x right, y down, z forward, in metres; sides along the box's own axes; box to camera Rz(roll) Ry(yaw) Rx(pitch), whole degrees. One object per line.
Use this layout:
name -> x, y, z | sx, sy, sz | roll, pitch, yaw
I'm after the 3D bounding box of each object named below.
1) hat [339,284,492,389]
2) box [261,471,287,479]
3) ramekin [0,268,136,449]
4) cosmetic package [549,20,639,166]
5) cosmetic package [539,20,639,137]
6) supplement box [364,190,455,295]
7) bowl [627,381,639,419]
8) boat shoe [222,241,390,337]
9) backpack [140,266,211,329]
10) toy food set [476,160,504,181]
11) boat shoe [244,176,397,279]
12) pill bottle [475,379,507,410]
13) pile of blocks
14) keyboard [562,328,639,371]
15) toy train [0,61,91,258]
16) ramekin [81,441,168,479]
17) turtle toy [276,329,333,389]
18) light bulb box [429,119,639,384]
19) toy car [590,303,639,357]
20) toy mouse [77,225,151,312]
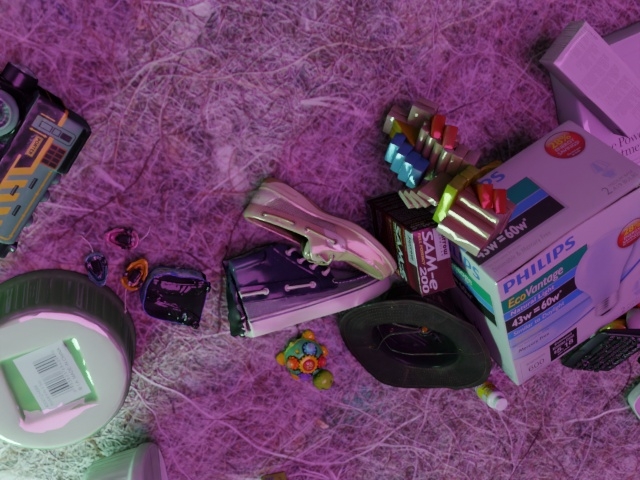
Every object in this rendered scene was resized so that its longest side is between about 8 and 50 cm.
hat -> 0.200, 0.179, 1.484 | 0.331, 0.134, 0.331 | 10, 142, 8
box -> -0.088, 0.628, 1.564 | 0.058, 0.087, 0.232 | -7, 110, -14
ramekin -> -0.477, 0.216, 1.275 | 0.303, 0.148, 0.303 | -5, 108, -17
cosmetic package -> 0.687, -0.312, 1.527 | 0.377, 0.097, 0.284 | -24, 110, -9
cosmetic package -> 0.543, -0.311, 1.398 | 0.239, 0.060, 0.099 | 36, 97, -21
supplement box -> 0.165, 0.000, 1.369 | 0.073, 0.239, 0.130 | -17, 110, -13
bowl -> 0.843, 0.394, 1.815 | 0.142, 0.053, 0.142 | -43, 115, -2
boat shoe -> -0.027, 0.067, 1.397 | 0.340, 0.127, 0.158 | -16, 94, -24
backpack -> -0.275, 0.099, 1.340 | 0.114, 0.084, 0.105 | 12, 103, -25
toy food set -> 0.340, -0.078, 1.480 | 0.128, 0.071, 0.218 | -14, 130, -24
boat shoe -> 0.000, 0.000, 1.349 | 0.302, 0.109, 0.098 | 32, 71, -6
pill bottle -> 0.390, 0.353, 1.636 | 0.043, 0.083, 0.043 | -5, 108, -17
pile of blocks -> 0.206, -0.141, 1.269 | 0.149, 0.362, 0.113 | -13, 141, -27
keyboard -> 0.668, 0.246, 1.583 | 0.201, 0.317, 0.033 | -2, 68, 3
toy train -> -0.524, -0.117, 1.171 | 0.190, 0.142, 0.334 | 30, 95, -33
ramekin -> -0.363, 0.524, 1.353 | 0.127, 0.273, 0.273 | -9, 109, -3
turtle toy -> -0.022, 0.254, 1.480 | 0.095, 0.066, 0.130 | -41, 114, -3
light bulb box -> 0.439, 0.030, 1.418 | 0.358, 0.225, 0.361 | -33, 136, -6
toy car -> 0.730, 0.189, 1.682 | 0.182, 0.159, 0.136 | 21, 63, -22
toy mouse -> -0.375, 0.027, 1.309 | 0.143, 0.031, 0.161 | 29, 89, -3
